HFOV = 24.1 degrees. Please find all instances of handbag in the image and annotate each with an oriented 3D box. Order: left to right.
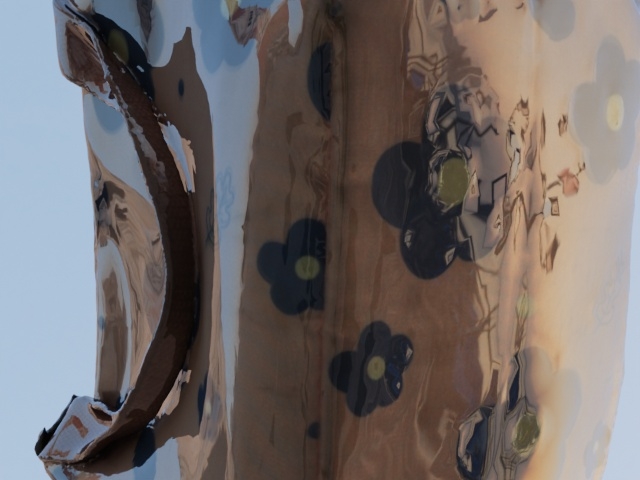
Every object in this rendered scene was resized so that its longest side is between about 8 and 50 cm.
[{"bbox_3d":[0.000,0.000,0.570,0.193,0.190,0.252,10,-79,43],"label":"handbag"}]
